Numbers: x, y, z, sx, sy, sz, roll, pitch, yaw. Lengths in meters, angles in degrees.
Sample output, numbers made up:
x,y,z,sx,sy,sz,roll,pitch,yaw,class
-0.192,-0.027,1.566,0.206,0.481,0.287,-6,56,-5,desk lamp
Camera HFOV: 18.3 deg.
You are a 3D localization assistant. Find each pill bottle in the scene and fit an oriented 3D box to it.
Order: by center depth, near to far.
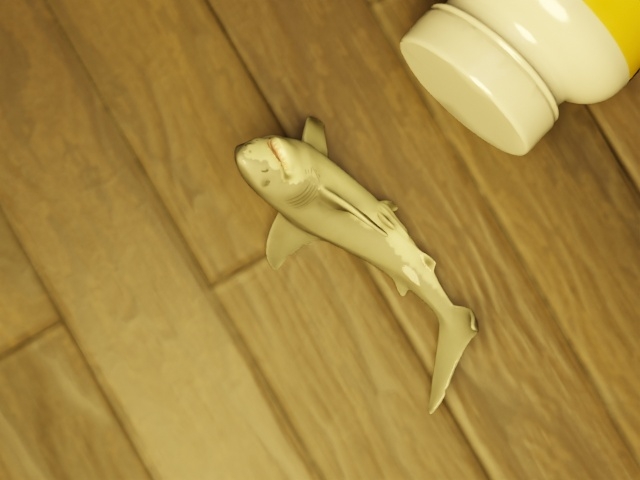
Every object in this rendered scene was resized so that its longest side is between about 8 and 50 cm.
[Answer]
x,y,z,sx,sy,sz,roll,pitch,yaw,class
0.227,-0.238,1.654,0.188,0.188,0.334,42,83,2,pill bottle

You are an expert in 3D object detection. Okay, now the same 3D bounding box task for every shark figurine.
x,y,z,sx,sy,sz,roll,pitch,yaw,class
0.017,0.008,1.674,0.278,0.166,0.116,43,108,-16,shark figurine
